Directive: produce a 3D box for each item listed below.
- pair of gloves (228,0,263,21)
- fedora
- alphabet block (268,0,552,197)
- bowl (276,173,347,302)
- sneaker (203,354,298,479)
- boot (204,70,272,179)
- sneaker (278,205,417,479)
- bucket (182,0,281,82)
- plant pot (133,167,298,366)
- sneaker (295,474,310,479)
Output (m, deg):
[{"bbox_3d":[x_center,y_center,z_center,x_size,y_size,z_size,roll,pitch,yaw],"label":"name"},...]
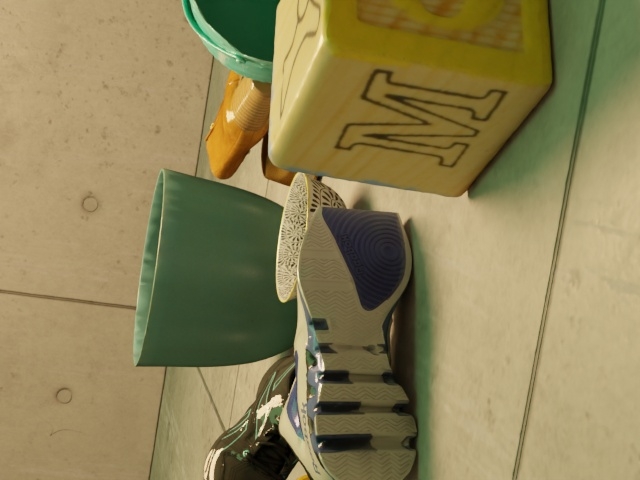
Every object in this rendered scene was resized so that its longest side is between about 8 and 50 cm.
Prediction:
[{"bbox_3d":[-0.054,-0.384,1.675,0.042,0.204,0.240,-19,59,37],"label":"pair of gloves"},{"bbox_3d":[-0.046,-0.149,1.735,0.194,0.079,0.194,-173,90,-78],"label":"fedora"},{"bbox_3d":[0.070,-0.173,0.978,0.197,0.193,0.192,122,151,-61],"label":"alphabet block"},{"bbox_3d":[0.000,0.000,1.435,0.170,0.080,0.170,-172,90,-78],"label":"bowl"},{"bbox_3d":[-0.061,0.240,1.399,0.106,0.101,0.267,-37,22,51],"label":"sneaker"},{"bbox_3d":[-0.111,-0.253,1.747,0.211,0.104,0.295,-52,22,47],"label":"boot"},{"bbox_3d":[0.013,0.131,1.189,0.182,0.127,0.315,124,150,-58],"label":"sneaker"},{"bbox_3d":[-0.053,-0.346,1.490,0.183,0.281,0.281,148,129,-79],"label":"bucket"},{"bbox_3d":[-0.140,0.053,1.668,0.293,0.235,0.293,-173,90,-77],"label":"plant pot"},{"bbox_3d":[-0.025,0.372,1.296,0.093,0.088,0.225,113,161,-45],"label":"sneaker"}]
